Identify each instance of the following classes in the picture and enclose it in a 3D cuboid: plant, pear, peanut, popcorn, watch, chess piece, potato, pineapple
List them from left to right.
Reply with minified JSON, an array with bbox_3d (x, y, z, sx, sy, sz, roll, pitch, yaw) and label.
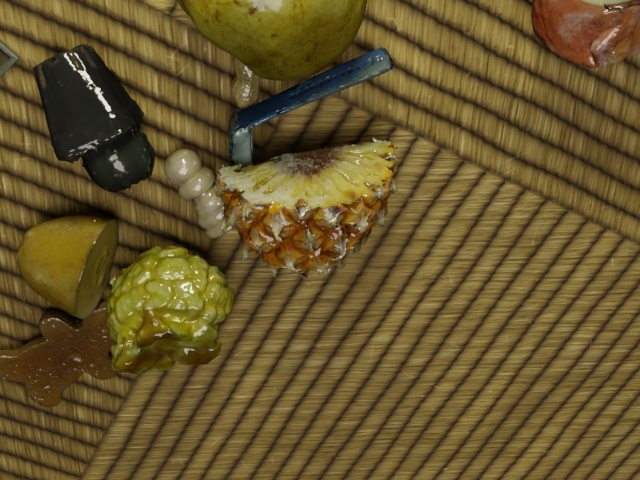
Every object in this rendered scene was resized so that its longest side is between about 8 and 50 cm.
[{"bbox_3d":[-0.475,0.031,1.620,0.158,0.178,0.203,22,141,-1],"label":"potato"},{"bbox_3d":[-0.383,-0.200,1.491,0.142,0.164,0.256,-27,104,5],"label":"plant"},{"bbox_3d":[-0.291,0.143,1.646,0.237,0.206,0.251,19,74,8],"label":"popcorn"},{"bbox_3d":[-0.220,-0.091,1.611,0.094,0.094,0.170,-35,113,14],"label":"chess piece"},{"bbox_3d":[-0.130,-0.278,1.533,0.054,0.054,0.113,0,117,-6],"label":"peanut"},{"bbox_3d":[-0.068,-0.406,1.339,0.304,0.304,0.303,-3,120,-5],"label":"pear"},{"bbox_3d":[-0.024,-0.202,1.538,0.275,0.068,0.276,-2,132,-9],"label":"watch"},{"bbox_3d":[0.000,0.002,1.555,0.345,0.209,0.286,-11,134,-9],"label":"pineapple"}]

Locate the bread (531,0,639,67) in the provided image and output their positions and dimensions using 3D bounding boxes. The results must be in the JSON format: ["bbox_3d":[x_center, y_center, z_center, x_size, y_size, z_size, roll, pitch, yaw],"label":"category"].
[{"bbox_3d":[0.448,-0.383,1.437,0.190,0.244,0.123,-3,131,3],"label":"bread"}]

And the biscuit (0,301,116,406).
[{"bbox_3d":[-0.502,0.219,1.780,0.302,0.049,0.197,-34,122,13],"label":"biscuit"}]

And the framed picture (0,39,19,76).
[{"bbox_3d":[-0.658,-0.331,1.464,0.184,0.016,0.250,-40,116,16],"label":"framed picture"}]
